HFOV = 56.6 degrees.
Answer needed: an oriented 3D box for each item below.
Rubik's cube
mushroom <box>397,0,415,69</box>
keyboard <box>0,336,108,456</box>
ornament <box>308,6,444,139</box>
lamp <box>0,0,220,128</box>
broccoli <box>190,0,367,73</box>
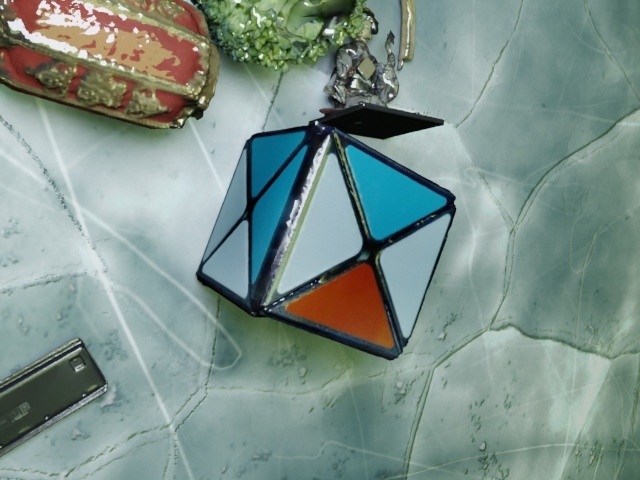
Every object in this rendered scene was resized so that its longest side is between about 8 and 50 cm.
[{"bbox_3d":[0.000,0.000,0.841,0.250,0.248,0.246,23,84,-30],"label":"Rubik's cube"},{"bbox_3d":[0.143,-0.381,0.986,0.060,0.061,0.187,-18,110,-34],"label":"mushroom"},{"bbox_3d":[-0.395,0.217,0.761,0.230,0.025,0.094,-31,113,-24],"label":"keyboard"},{"bbox_3d":[0.079,-0.272,0.921,0.166,0.153,0.196,3,86,-32],"label":"ornament"},{"bbox_3d":[-0.257,-0.227,0.698,0.274,0.177,0.177,14,90,-33],"label":"lamp"},{"bbox_3d":[-0.033,-0.368,0.788,0.259,0.235,0.288,6,103,-1],"label":"broccoli"}]
